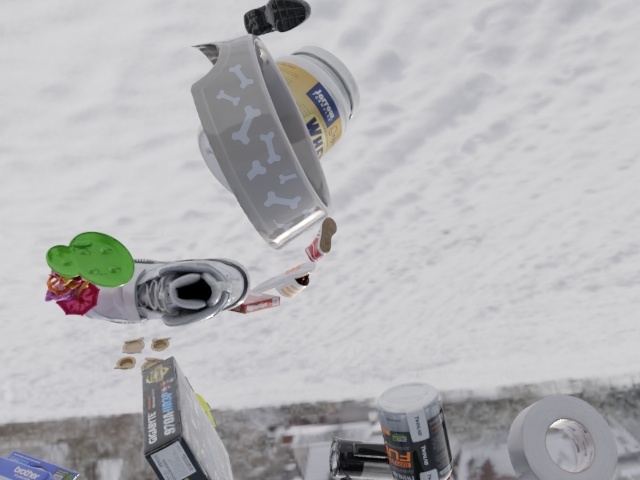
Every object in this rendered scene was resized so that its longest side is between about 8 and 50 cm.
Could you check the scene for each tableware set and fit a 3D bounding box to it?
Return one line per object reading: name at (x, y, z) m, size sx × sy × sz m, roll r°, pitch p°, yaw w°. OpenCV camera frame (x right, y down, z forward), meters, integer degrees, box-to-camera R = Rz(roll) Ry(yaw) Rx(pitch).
tableware set at (-0.499, 0.322, 2.262) m, size 0.141 × 0.168 × 0.020 m, roll -2°, pitch 121°, yaw 4°

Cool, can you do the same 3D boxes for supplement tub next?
supplement tub at (-0.083, -0.250, 1.716) m, size 0.228 × 0.316 × 0.228 m, roll 32°, pitch 150°, yaw 21°
supplement tub at (0.173, 0.363, 1.452) m, size 0.117 × 0.190 × 0.117 m, roll -12°, pitch -166°, yaw 3°

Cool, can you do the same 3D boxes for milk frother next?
milk frother at (0.094, 0.484, 1.661) m, size 0.135 × 0.143 × 0.129 m, roll 7°, pitch 167°, yaw -11°

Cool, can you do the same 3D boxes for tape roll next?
tape roll at (0.514, 0.443, 1.711) m, size 0.219 × 0.219 × 0.072 m, roll -1°, pitch 153°, yaw -15°

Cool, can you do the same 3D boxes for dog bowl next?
dog bowl at (-0.085, -0.162, 1.263) m, size 0.102 × 0.348 × 0.349 m, roll -23°, pitch 156°, yaw 9°

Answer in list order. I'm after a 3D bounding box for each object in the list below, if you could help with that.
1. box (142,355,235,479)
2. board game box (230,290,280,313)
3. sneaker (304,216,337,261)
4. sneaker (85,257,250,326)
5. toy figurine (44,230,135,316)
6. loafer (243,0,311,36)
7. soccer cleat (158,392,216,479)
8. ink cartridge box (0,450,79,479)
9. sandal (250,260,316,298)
box at (-0.159, 0.264, 1.000) m, size 0.051 × 0.175 × 0.220 m, roll -27°, pitch -160°, yaw -5°
board game box at (-0.255, 0.136, 1.991) m, size 0.281 × 0.027 × 0.145 m, roll 8°, pitch -172°, yaw 31°
sneaker at (0.000, 0.000, 1.874) m, size 0.042 × 0.118 × 0.067 m, roll 33°, pitch 133°, yaw -16°
sneaker at (-0.333, 0.102, 1.624) m, size 0.366 × 0.137 × 0.210 m, roll -6°, pitch 180°, yaw 2°
toy figurine at (-0.460, 0.082, 1.513) m, size 0.173 × 0.130 × 0.159 m, roll -4°, pitch 144°, yaw -47°
loafer at (-0.067, -0.402, 1.430) m, size 0.061 × 0.062 × 0.170 m, roll -25°, pitch -158°, yaw -35°
soccer cleat at (-0.299, 0.480, 1.763) m, size 0.094 × 0.289 × 0.121 m, roll 0°, pitch 173°, yaw 34°
ink cartridge box at (-0.591, 0.469, 1.382) m, size 0.186 × 0.065 × 0.311 m, roll 6°, pitch -150°, yaw 31°
sandal at (-0.101, 0.136, 2.419) m, size 0.265 × 0.076 × 0.102 m, roll -24°, pitch -172°, yaw 38°
